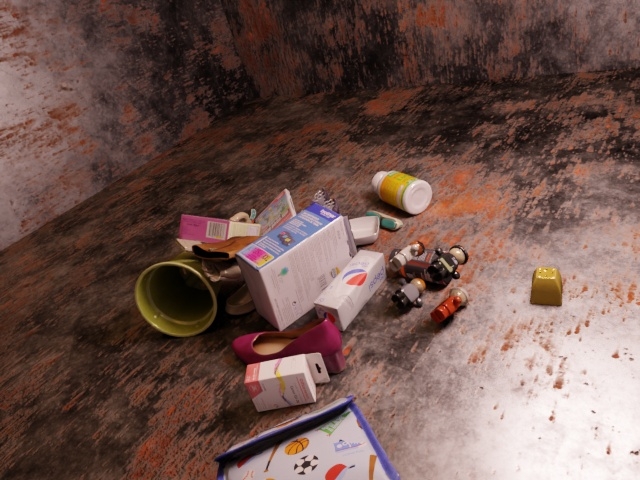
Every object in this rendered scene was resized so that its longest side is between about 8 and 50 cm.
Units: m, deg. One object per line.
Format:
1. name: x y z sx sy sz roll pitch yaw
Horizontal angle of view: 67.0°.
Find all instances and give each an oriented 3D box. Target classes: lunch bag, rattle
1. lunch bag: -0.026 0.478 0.949 0.328 0.238 0.385 -22 15 -7
2. rattle: -0.303 -0.056 2.087 0.143 0.130 0.200 17 17 28

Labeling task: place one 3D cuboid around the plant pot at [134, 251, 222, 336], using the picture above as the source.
1. plant pot: -0.454 0.151 1.678 0.276 0.275 0.254 -10 20 11

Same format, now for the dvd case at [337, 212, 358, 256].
1. dvd case: 0.000 0.000 1.736 0.239 0.179 0.029 -12 35 10

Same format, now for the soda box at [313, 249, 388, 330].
1. soda box: 0.102 0.150 1.527 0.091 0.098 0.286 10 39 37

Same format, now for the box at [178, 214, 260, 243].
1. box: -0.387 -0.025 1.881 0.214 0.117 0.243 8 1 21

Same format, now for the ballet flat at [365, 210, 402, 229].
1. ballet flat: 0.247 -0.075 1.874 0.052 0.057 0.168 -5 22 -40

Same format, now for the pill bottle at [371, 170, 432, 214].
1. pill bottle: 0.317 -0.203 1.946 0.136 0.136 0.246 -29 33 -19

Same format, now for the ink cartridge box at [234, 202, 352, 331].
1. ink cartridge box: -0.046 0.066 1.565 0.396 0.269 0.151 -33 41 -24

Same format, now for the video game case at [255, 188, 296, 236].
1. video game case: -0.191 -0.089 2.026 0.204 0.025 0.285 -44 27 13

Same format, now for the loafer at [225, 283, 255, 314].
1. loafer: -0.220 0.158 1.674 0.269 0.092 0.102 -33 33 -27

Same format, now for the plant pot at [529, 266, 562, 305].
1. plant pot: 0.623 0.120 1.334 0.081 0.083 0.081 1 36 27

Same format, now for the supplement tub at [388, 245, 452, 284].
1. supplement tub: 0.318 0.073 1.536 0.198 0.106 0.106 11 41 37

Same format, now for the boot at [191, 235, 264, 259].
1. boot: -0.234 0.024 1.586 0.264 0.096 0.280 12 6 19

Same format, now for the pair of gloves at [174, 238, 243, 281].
1. pair of gloves: -0.353 0.068 1.618 0.240 0.042 0.204 35 14 29

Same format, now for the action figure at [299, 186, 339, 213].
1. action figure: -0.066 -0.102 2.015 0.285 0.099 0.185 -34 45 -18

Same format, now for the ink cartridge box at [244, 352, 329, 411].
1. ink cartridge box: -0.083 0.367 1.253 0.198 0.115 0.067 -13 30 7

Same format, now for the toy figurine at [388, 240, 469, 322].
1. toy figurine: 0.313 0.107 1.388 0.210 0.212 0.148 13 32 43

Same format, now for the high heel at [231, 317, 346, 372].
1. high heel: -0.110 0.267 1.362 0.378 0.181 0.127 -2 34 24

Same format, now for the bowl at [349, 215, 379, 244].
1. bowl: 0.155 -0.030 1.831 0.142 0.053 0.142 -8 32 14
